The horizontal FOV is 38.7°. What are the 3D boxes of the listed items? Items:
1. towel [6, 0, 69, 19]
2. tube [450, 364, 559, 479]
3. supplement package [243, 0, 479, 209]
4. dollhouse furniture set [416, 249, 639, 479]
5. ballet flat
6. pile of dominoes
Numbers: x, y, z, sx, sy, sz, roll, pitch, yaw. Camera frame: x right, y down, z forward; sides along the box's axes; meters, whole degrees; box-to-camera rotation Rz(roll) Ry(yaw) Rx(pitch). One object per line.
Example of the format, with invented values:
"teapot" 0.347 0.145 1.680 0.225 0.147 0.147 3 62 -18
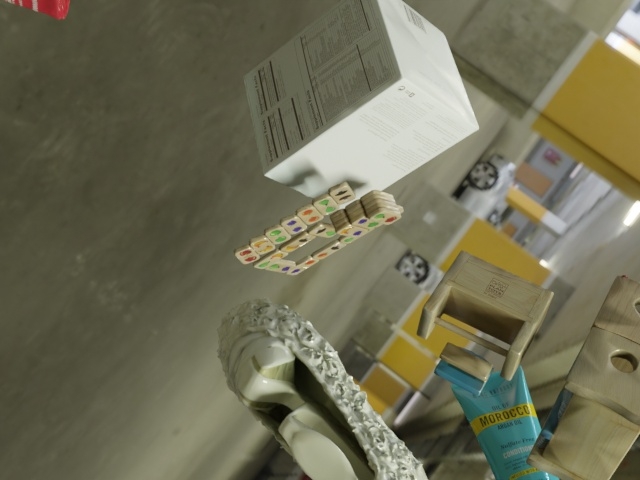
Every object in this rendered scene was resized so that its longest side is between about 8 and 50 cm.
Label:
"towel" -0.399 -0.326 0.965 0.199 0.275 0.031 144 -37 -71
"tube" 0.204 0.225 0.932 0.080 0.207 0.052 -12 141 -7
"supplement package" 0.055 -0.209 1.373 0.263 0.198 0.199 -32 146 29
"dollhouse furniture set" 0.186 0.094 0.766 0.129 0.184 0.129 -50 158 -37
"ballet flat" -0.022 0.208 1.156 0.147 0.409 0.147 -31 144 -26
"pile of dominoes" 0.000 0.000 1.394 0.251 0.040 0.196 -31 156 28
